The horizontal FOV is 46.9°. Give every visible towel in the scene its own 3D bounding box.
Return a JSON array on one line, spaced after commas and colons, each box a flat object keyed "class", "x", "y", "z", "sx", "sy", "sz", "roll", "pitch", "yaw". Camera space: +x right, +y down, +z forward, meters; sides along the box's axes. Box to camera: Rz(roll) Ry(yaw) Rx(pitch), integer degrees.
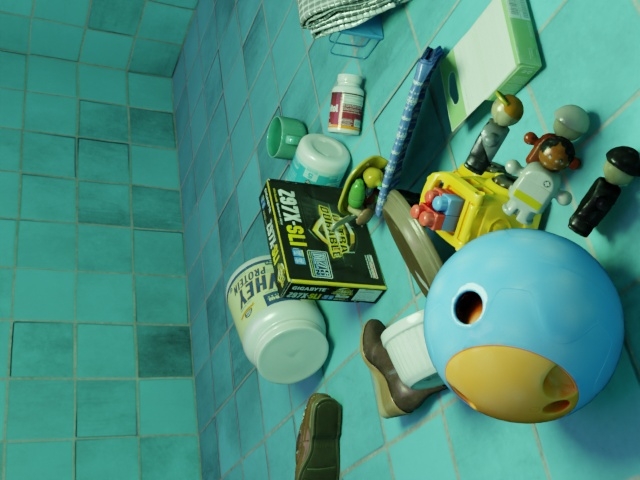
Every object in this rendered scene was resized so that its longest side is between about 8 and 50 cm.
[{"class": "towel", "x": 0.074, "y": -0.642, "z": 1.773, "sx": 0.283, "sy": 0.121, "sz": 0.235, "roll": -15, "pitch": 67, "yaw": 24}, {"class": "towel", "x": 0.189, "y": -0.239, "z": 1.569, "sx": 0.243, "sy": 0.040, "sz": 0.336, "roll": -58, "pitch": -15, "yaw": -65}]

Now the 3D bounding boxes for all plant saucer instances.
[{"class": "plant saucer", "x": 0.192, "y": 0.030, "z": 1.448, "sx": 0.278, "sy": 0.041, "sz": 0.278, "roll": 62, "pitch": 179, "yaw": 2}]

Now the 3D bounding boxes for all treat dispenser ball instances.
[{"class": "treat dispenser ball", "x": 0.298, "y": 0.126, "z": 1.096, "sx": 0.288, "sy": 0.288, "sz": 0.288, "roll": -175, "pitch": 90, "yaw": -66}]

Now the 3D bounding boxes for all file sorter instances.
[{"class": "file sorter", "x": 0.080, "y": -0.570, "z": 1.910, "sx": 0.104, "sy": 0.118, "sz": 0.170, "roll": 131, "pitch": 138, "yaw": -58}]

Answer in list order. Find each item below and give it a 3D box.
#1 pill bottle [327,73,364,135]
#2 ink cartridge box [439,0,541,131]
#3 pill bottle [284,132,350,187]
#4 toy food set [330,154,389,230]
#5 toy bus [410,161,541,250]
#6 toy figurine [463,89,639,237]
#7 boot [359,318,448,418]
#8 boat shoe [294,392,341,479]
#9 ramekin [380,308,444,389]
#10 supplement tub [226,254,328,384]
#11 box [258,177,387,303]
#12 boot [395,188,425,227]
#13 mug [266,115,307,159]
[{"class": "pill bottle", "x": 0.068, "y": -0.354, "z": 1.931, "sx": 0.086, "sy": 0.086, "sz": 0.152, "roll": -165, "pitch": 81, "yaw": -65}, {"class": "ink cartridge box", "x": 0.319, "y": -0.337, "z": 1.416, "sx": 0.235, "sy": 0.056, "sz": 0.171, "roll": 129, "pitch": 139, "yaw": -59}, {"class": "pill bottle", "x": -0.027, "y": -0.151, "z": 2.031, "sx": 0.146, "sy": 0.146, "sz": 0.264, "roll": -110, "pitch": 34, "yaw": -43}, {"class": "toy food set", "x": 0.111, "y": -0.097, "z": 1.735, "sx": 0.071, "sy": 0.128, "sz": 0.218, "roll": 46, "pitch": 140, "yaw": 25}, {"class": "toy bus", "x": 0.252, "y": -0.061, "z": 1.328, "sx": 0.220, "sy": 0.211, "sz": 0.150, "roll": -127, "pitch": 46, "yaw": -58}, {"class": "toy figurine", "x": 0.350, "y": -0.124, "z": 1.124, "sx": 0.148, "sy": 0.209, "sz": 0.213, "roll": -63, "pitch": 33, "yaw": 30}, {"class": "boot", "x": 0.187, "y": 0.247, "z": 1.602, "sx": 0.207, "sy": 0.090, "sz": 0.249, "roll": -43, "pitch": 45, "yaw": 40}, {"class": "boat shoe", "x": -0.011, "y": 0.555, "z": 1.934, "sx": 0.104, "sy": 0.110, "sz": 0.308, "roll": 179, "pitch": 105, "yaw": -69}, {"class": "ramekin", "x": 0.225, "y": 0.196, "z": 1.358, "sx": 0.207, "sy": 0.207, "sz": 0.109, "roll": -49, "pitch": 53, "yaw": 53}, {"class": "supplement tub", "x": -0.121, "y": 0.219, "z": 2.066, "sx": 0.325, "sy": 0.235, "sz": 0.236, "roll": -121, "pitch": 42, "yaw": -51}, {"class": "box", "x": 0.000, "y": 0.000, "z": 1.813, "sx": 0.079, "sy": 0.257, "sz": 0.322, "roll": 120, "pitch": 146, "yaw": -44}, {"class": "boot", "x": 0.184, "y": -0.056, "z": 1.587, "sx": 0.045, "sy": 0.121, "sz": 0.099, "roll": 53, "pitch": 125, "yaw": 42}, {"class": "mug", "x": -0.094, "y": -0.304, "z": 2.265, "sx": 0.158, "sy": 0.097, "sz": 0.129, "roll": -111, "pitch": 35, "yaw": -42}]
